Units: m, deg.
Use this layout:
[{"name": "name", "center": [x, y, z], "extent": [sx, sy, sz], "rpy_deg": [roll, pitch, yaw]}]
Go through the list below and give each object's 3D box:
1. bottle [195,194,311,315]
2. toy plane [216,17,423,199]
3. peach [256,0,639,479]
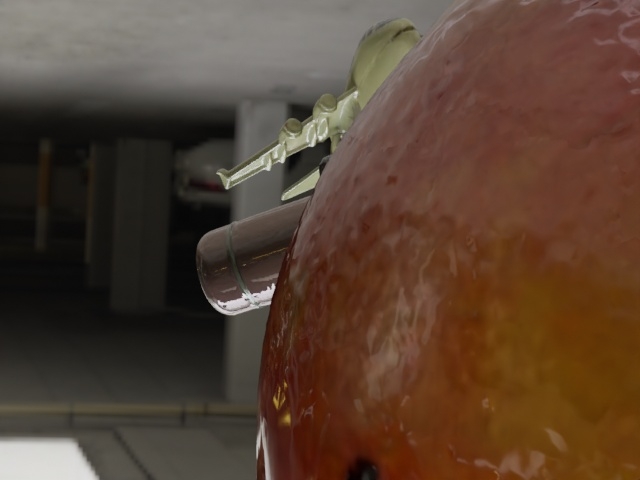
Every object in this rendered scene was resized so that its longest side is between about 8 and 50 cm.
[{"name": "bottle", "center": [0.000, 0.000, 0.812], "extent": [0.140, 0.053, 0.053], "rpy_deg": [-18, 177, 17]}, {"name": "toy plane", "center": [0.041, -0.088, 1.070], "extent": [0.229, 0.092, 0.244], "rpy_deg": [-18, 169, -16]}, {"name": "peach", "center": [0.151, 0.058, 0.539], "extent": [0.388, 0.388, 0.388], "rpy_deg": [3, -176, 0]}]
